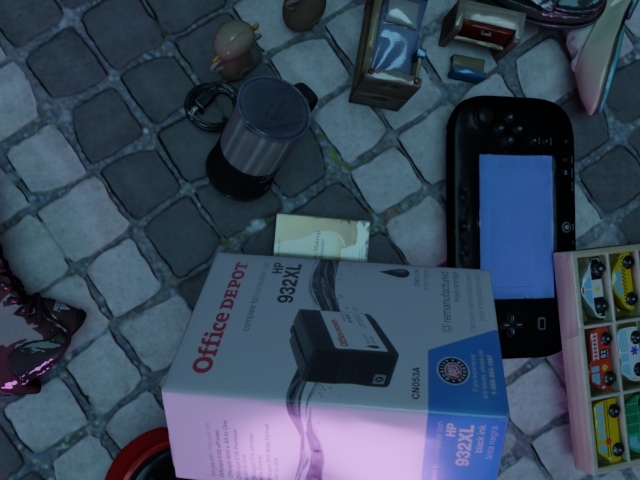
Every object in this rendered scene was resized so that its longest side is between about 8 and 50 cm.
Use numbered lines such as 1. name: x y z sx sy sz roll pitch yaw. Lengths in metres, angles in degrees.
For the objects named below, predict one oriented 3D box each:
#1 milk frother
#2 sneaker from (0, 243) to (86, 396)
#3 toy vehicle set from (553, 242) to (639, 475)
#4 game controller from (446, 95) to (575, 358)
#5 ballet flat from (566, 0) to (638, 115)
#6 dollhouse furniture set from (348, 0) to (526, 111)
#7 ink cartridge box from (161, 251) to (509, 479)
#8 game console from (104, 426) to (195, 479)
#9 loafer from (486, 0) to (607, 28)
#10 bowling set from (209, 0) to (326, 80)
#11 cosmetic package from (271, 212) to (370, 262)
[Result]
1. milk frother: -0.090 -0.142 0.814 0.143 0.135 0.129 32 55 -7
2. sneaker: -0.347 0.045 0.810 0.162 0.106 0.281 4 98 -12
3. toy vehicle set: 0.378 0.138 0.882 0.166 0.035 0.267 -6 90 -20
4. game controller: 0.235 -0.016 0.878 0.166 0.067 0.319 0 89 -6
5. ballet flat: 0.354 -0.278 0.900 0.086 0.086 0.248 23 85 -5
6. dollhouse furniture set: 0.141 -0.222 0.843 0.183 0.129 0.129 10 88 -5
7. ink cartridge box: 0.020 0.130 0.733 0.307 0.223 0.129 3 124 6
8. game console: -0.073 0.398 0.798 0.342 0.060 0.387 4 89 -30
9. loafer: 0.218 -0.339 0.850 0.267 0.084 0.096 31 89 10
10. bowling set: -0.053 -0.334 0.814 0.287 0.154 0.200 -38 93 -6
11. cosmetic package: 0.000 0.000 0.866 0.115 0.041 0.060 4 88 -6
